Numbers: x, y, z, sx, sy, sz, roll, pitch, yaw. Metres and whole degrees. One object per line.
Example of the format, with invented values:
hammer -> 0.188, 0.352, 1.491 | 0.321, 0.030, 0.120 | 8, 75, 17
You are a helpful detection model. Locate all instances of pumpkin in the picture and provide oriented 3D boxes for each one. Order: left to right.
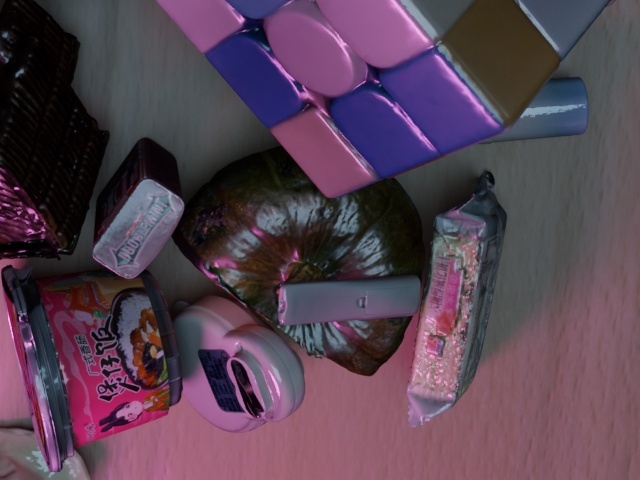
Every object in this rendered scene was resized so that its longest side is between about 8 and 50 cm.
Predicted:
pumpkin -> 0.000, 0.000, 1.609 | 0.325, 0.242, 0.232 | 32, 107, -17

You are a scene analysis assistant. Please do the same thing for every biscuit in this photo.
biscuit -> 0.177, 0.073, 1.679 | 0.079, 0.186, 0.309 | 11, 104, 16

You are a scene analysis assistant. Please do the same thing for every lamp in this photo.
lamp -> -0.097, 0.152, 1.655 | 0.108, 0.246, 0.179 | -33, 110, -30

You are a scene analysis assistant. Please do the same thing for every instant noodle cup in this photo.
instant noodle cup -> -0.276, 0.137, 1.627 | 0.181, 0.302, 0.258 | -14, 68, -17

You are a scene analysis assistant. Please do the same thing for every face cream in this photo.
face cream -> 0.208, -0.161, 1.671 | 0.250, 0.077, 0.077 | -6, 105, -3

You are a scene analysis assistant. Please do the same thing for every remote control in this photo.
remote control -> 0.038, 0.070, 1.526 | 0.184, 0.027, 0.050 | -3, 102, -27

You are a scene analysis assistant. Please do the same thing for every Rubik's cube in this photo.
Rubik's cube -> 0.081, -0.302, 1.426 | 0.347, 0.346, 0.344 | 49, 60, -13

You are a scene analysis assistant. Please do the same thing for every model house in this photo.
model house -> -0.395, -0.139, 1.572 | 0.282, 0.297, 0.317 | 17, 64, -19

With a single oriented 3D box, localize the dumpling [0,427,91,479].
dumpling -> -0.447, 0.360, 1.714 | 0.227, 0.243, 0.175 | 44, 136, 3

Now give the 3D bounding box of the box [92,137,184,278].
box -> -0.220, -0.044, 1.581 | 0.069, 0.224, 0.120 | 34, 97, -17
